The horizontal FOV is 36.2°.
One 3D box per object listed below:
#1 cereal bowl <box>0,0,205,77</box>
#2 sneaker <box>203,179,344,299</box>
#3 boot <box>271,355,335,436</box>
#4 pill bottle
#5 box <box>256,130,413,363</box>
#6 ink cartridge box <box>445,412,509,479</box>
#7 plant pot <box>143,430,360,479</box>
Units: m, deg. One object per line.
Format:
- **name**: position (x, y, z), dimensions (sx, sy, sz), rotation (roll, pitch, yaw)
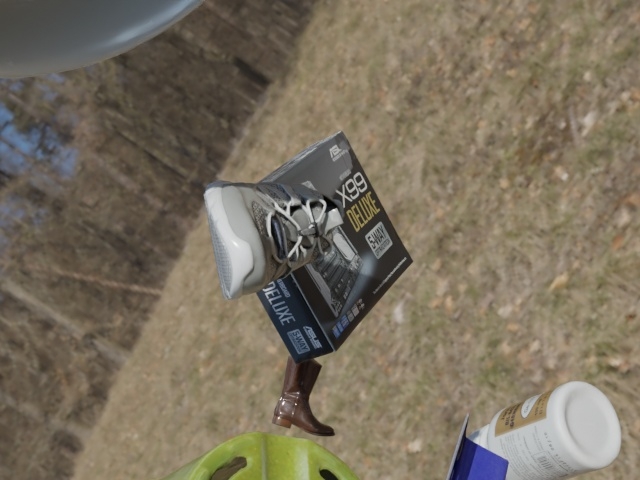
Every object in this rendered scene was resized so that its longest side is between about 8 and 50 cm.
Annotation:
- **cereal bowl**: position (-0.197, -0.278, 0.679), dimensions (0.339, 0.141, 0.339), rotation (-24, -24, -11)
- **sneaker**: position (-0.038, -0.019, 0.947), dimensions (0.281, 0.115, 0.105), rotation (-64, -35, -76)
- **boot**: position (-0.012, 0.231, 1.473), dimensions (0.037, 0.106, 0.114), rotation (0, 73, 68)
- **pill bottle**: position (0.329, 0.306, 1.490), dimensions (0.229, 0.131, 0.131), rotation (-38, 12, 49)
- **box**: position (0.000, 0.000, 1.440), dimensions (0.076, 0.242, 0.307), rotation (-22, 11, 33)
- **ink cartridge box**: position (0.163, 0.369, 1.150), dimensions (0.371, 0.069, 0.176), rotation (82, -154, -51)
- **plant pot**: position (-0.080, 0.288, 0.812), dimensions (0.254, 0.276, 0.276), rotation (-49, 3, 44)
